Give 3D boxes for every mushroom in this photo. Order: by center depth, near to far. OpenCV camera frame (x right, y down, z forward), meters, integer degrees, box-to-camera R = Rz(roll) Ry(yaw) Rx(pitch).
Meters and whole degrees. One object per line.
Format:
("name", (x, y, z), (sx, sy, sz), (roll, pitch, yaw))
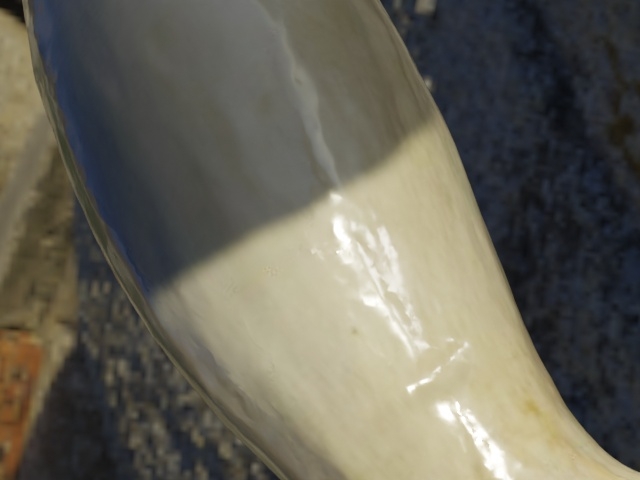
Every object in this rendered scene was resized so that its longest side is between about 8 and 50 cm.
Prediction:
("mushroom", (0.000, 0.000, 0.586), (0.350, 0.128, 0.128), (55, 133, 23))
